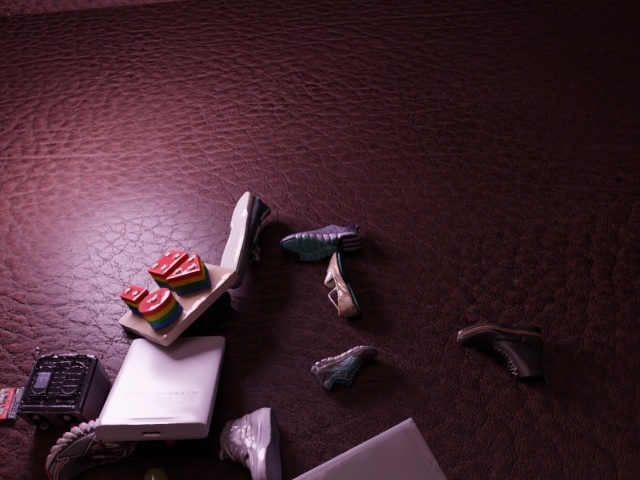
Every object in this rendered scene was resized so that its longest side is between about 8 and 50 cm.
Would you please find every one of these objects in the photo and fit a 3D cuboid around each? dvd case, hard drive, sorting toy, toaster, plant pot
[{"bbox_3d":[-0.803,0.409,1.782,0.119,0.013,0.087,-4,49,4],"label":"dvd case"},{"bbox_3d":[0.104,0.521,1.458,0.307,0.040,0.203,-22,67,-18],"label":"hard drive"},{"bbox_3d":[-0.384,0.128,1.839,0.255,0.089,0.257,8,45,50],"label":"sorting toy"},{"bbox_3d":[-0.617,0.359,1.730,0.168,0.110,0.186,-2,49,7],"label":"toaster"},{"bbox_3d":[-0.353,0.541,1.558,0.083,0.083,0.079,-24,38,-11],"label":"plant pot"},{"bbox_3d":[-0.352,0.329,1.643,0.232,0.047,0.353,-2,23,0],"label":"hard drive"}]

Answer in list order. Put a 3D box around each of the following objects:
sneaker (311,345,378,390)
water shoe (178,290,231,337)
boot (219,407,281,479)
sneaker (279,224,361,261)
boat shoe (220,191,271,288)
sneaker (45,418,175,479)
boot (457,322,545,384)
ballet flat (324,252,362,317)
[{"bbox_3d":[0.066,0.307,1.708,0.166,0.065,0.076,-22,66,-5],"label":"sneaker"},{"bbox_3d":[-0.326,0.192,1.870,0.203,0.073,0.080,-31,26,-17],"label":"water shoe"},{"bbox_3d":[-0.156,0.463,1.544,0.123,0.095,0.258,-18,18,3],"label":"boot"},{"bbox_3d":[0.000,0.000,1.980,0.223,0.083,0.098,-2,28,1],"label":"sneaker"},{"bbox_3d":[-0.196,0.007,1.967,0.099,0.116,0.320,28,45,-24],"label":"boat shoe"},{"bbox_3d":[-0.469,0.458,1.615,0.299,0.121,0.112,-26,52,-14],"label":"sneaker"},{"bbox_3d":[0.423,0.268,1.668,0.197,0.077,0.137,-4,54,7],"label":"boot"},{"bbox_3d":[0.046,0.117,1.863,0.067,0.073,0.206,-25,45,6],"label":"ballet flat"}]
